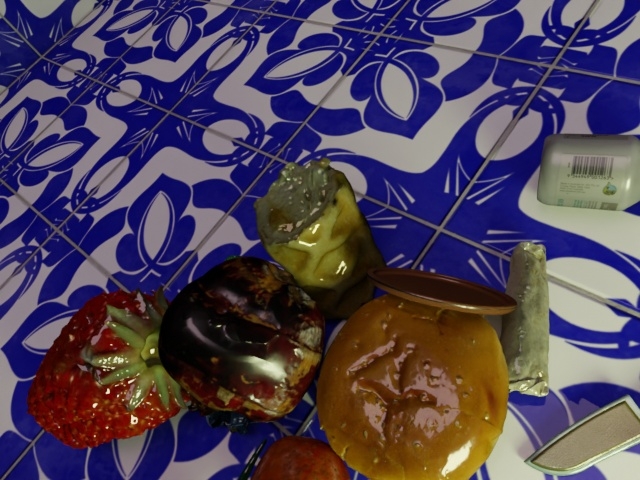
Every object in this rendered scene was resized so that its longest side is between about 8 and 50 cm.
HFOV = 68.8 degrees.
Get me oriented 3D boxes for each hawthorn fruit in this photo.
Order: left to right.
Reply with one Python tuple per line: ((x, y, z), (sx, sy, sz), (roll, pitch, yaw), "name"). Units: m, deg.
((-0.035, 0.397, 0.718), (0.189, 0.189, 0.189), (-10, 56, 16), "hawthorn fruit")

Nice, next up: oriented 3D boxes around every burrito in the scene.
((0.349, 0.127, 0.801), (0.082, 0.059, 0.275), (7, 63, 15), "burrito")

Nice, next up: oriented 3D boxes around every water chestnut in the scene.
((-0.134, 0.170, 0.797), (0.289, 0.244, 0.289), (8, 50, -10), "water chestnut")

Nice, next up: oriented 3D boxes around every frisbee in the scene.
((0.200, 0.082, 0.793), (0.250, 0.251, 0.021), (14, 97, 29), "frisbee")

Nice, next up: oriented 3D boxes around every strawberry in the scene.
((-0.417, 0.246, 0.928), (0.343, 0.292, 0.292), (-19, 53, 28), "strawberry")

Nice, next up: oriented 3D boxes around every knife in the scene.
((0.461, 0.261, 0.688), (0.343, 0.027, 0.061), (-30, 57, 5), "knife")

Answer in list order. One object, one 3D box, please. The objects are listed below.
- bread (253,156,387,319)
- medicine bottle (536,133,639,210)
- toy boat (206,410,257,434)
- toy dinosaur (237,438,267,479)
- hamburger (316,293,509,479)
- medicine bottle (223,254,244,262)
((0.004, -0.005, 0.912), (0.196, 0.252, 0.239), (-28, 48, 9), "bread")
((0.514, -0.122, 0.842), (0.215, 0.135, 0.135), (8, 63, 26), "medicine bottle")
((-0.146, 0.328, 0.869), (0.137, 0.060, 0.061), (-11, 37, 8), "toy boat")
((-0.217, 0.486, 0.650), (0.087, 0.301, 0.447), (6, 64, 27), "toy dinosaur")
((0.145, 0.230, 0.745), (0.289, 0.170, 0.314), (14, 66, 28), "hamburger")
((-0.185, 0.173, 0.975), (0.111, 0.076, 0.309), (-3, 56, 1), "medicine bottle")
